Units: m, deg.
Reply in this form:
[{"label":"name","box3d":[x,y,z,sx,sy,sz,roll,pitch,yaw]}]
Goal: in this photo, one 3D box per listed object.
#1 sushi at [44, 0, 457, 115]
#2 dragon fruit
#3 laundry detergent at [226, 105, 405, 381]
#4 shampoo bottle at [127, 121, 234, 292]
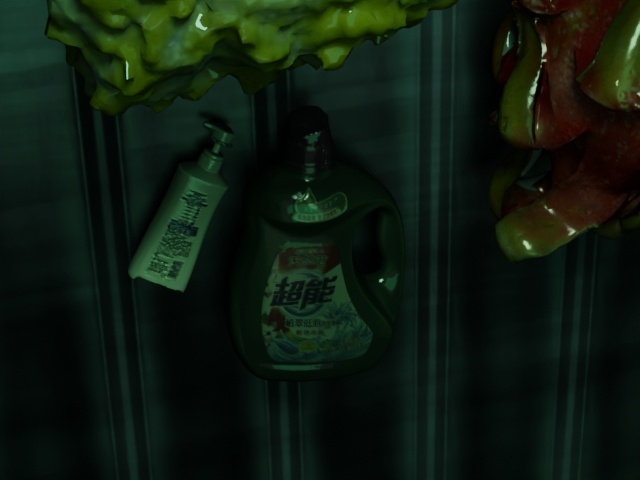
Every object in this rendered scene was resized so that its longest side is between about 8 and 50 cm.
[{"label":"sushi","box3d":[-0.089,-0.262,0.840,0.240,0.396,0.351,-20,129,-5]},{"label":"dragon fruit","box3d":[0.236,-0.135,1.123,0.228,0.243,0.307,4,158,-43]},{"label":"laundry detergent","box3d":[0.000,0.000,1.194,0.144,0.078,0.221,-3,116,-17]},{"label":"shampoo bottle","box3d":[-0.100,-0.027,1.173,0.049,0.034,0.141,21,110,-18]}]
